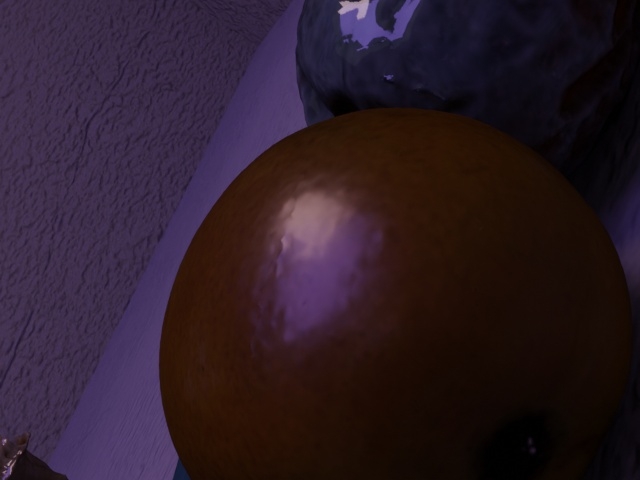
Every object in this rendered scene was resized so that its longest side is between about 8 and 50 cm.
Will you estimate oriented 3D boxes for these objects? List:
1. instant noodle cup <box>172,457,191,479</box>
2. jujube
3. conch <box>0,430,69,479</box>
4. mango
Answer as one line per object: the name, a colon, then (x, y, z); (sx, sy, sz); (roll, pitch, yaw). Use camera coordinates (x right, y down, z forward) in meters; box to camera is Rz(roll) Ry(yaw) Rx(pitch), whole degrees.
instant noodle cup: (-0.090, 0.222, 0.970); (0.179, 0.070, 0.157); (-46, 21, 38)
jujube: (0.114, -0.159, 0.731); (0.246, 0.215, 0.308); (10, 50, 36)
conch: (-0.287, 0.375, 1.087); (0.263, 0.186, 0.324); (133, 140, -81)
mango: (0.014, 0.057, 0.589); (0.378, 0.221, 0.264); (3, 82, 66)
